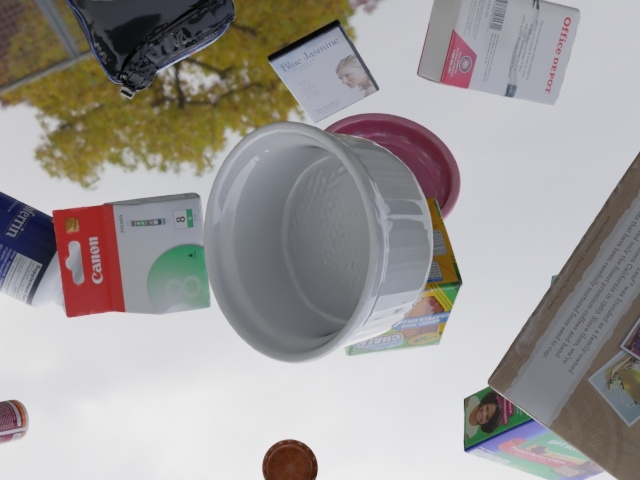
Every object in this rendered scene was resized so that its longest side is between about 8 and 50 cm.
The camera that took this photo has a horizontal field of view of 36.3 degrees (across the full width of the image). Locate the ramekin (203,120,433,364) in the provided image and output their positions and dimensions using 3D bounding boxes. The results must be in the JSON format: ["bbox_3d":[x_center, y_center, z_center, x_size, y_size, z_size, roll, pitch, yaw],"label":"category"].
[{"bbox_3d":[0.000,0.000,1.159,0.277,0.277,0.135,2,-176,42],"label":"ramekin"}]

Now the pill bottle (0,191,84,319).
[{"bbox_3d":[-0.497,0.023,1.651,0.153,0.265,0.153,-61,-171,16],"label":"pill bottle"}]

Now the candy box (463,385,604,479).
[{"bbox_3d":[0.457,0.315,1.745,0.317,0.268,0.122,-41,-143,44],"label":"candy box"}]

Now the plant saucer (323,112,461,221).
[{"bbox_3d":[0.131,-0.126,2.095,0.332,0.084,0.332,4,-125,-6],"label":"plant saucer"}]

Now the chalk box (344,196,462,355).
[{"bbox_3d":[0.119,0.085,1.715,0.180,0.289,0.179,-8,-122,-8],"label":"chalk box"}]

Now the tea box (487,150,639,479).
[{"bbox_3d":[0.405,0.091,1.106,0.220,0.323,0.329,36,-81,26],"label":"tea box"}]

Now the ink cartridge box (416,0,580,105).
[{"bbox_3d":[0.306,-0.340,1.680,0.237,0.172,0.100,6,-165,-24],"label":"ink cartridge box"}]

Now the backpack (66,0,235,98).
[{"bbox_3d":[-0.287,-0.429,1.696,0.263,0.276,0.213,-17,-137,7],"label":"backpack"}]

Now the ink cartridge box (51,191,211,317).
[{"bbox_3d":[-0.289,0.028,1.514,0.225,0.181,0.056,-8,-166,-16],"label":"ink cartridge box"}]

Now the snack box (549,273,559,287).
[{"bbox_3d":[0.555,0.238,2.004,0.060,0.322,0.187,-15,-143,35],"label":"snack box"}]

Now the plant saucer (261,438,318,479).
[{"bbox_3d":[-0.045,0.334,1.434,0.083,0.083,0.013,-38,170,-22],"label":"plant saucer"}]

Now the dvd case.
[{"bbox_3d":[0.011,-0.381,2.236,0.180,0.253,0.022,-26,-126,12],"label":"dvd case"}]

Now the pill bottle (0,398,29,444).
[{"bbox_3d":[-0.653,0.362,1.905,0.086,0.086,0.152,-5,177,34],"label":"pill bottle"}]
